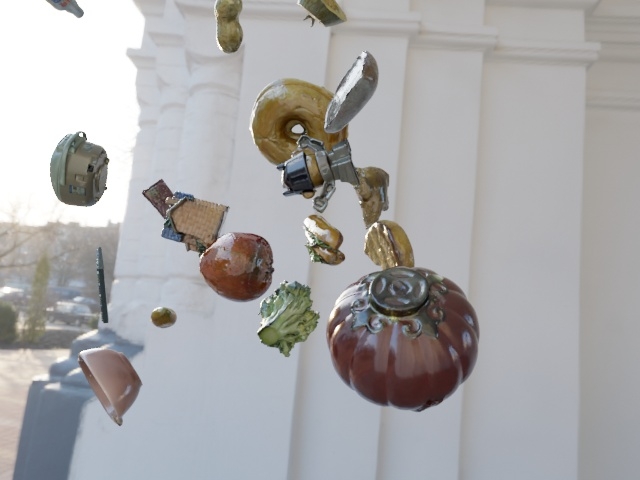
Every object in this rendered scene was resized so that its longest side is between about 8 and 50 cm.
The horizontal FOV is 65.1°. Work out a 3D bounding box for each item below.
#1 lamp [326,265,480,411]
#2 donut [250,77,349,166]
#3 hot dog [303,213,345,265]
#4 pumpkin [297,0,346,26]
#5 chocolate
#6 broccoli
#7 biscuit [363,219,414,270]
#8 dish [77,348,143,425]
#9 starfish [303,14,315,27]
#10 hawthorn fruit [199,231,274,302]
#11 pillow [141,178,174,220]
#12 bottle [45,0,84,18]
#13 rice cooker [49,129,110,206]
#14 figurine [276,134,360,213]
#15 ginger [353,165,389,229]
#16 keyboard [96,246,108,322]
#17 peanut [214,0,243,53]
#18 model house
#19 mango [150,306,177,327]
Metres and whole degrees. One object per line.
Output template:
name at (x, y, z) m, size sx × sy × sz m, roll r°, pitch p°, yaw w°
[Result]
lamp at (0.161, 0.186, 0.999) m, size 0.302 × 0.303 × 0.257 m, roll 2°, pitch -52°, yaw 18°
donut at (-0.095, -0.496, 2.212) m, size 0.448 × 0.450 × 0.198 m, roll 4°, pitch 30°, yaw 7°
hot dog at (0.000, 0.000, 1.649) m, size 0.100 × 0.135 × 0.337 m, roll -8°, pitch 17°, yaw -12°
pumpkin at (-0.007, -0.877, 1.882) m, size 0.110 × 0.218 × 0.217 m, roll -37°, pitch -28°, yaw 21°
chocolate at (0.110, -0.504, 1.750) m, size 0.100 × 0.185 × 0.303 m, roll 21°, pitch -40°, yaw -20°
broccoli at (-0.133, 0.308, 1.898) m, size 0.247 × 0.289 × 0.246 m, roll -4°, pitch 24°, yaw 19°
biscuit at (0.250, 0.039, 1.763) m, size 0.091 × 0.213 × 0.274 m, roll -6°, pitch 37°, yaw -19°
dish at (-0.501, 0.343, 1.226) m, size 0.090 × 0.214 × 0.213 m, roll -31°, pitch 14°, yaw -34°
starfish at (-0.027, -0.896, 1.995) m, size 0.085 × 0.092 × 0.016 m, roll -2°, pitch 32°, yaw -14°
hawthorn fruit at (-0.192, 0.062, 1.166) m, size 0.172 × 0.173 × 0.173 m, roll 5°, pitch -9°, yaw 1°
pillow at (-0.567, -0.130, 1.849) m, size 0.043 × 0.118 × 0.185 m, roll -20°, pitch -68°, yaw 43°
bottle at (-0.551, -0.514, 1.037) m, size 0.060 × 0.060 × 0.217 m, roll 6°, pitch 2°, yaw -3°
rice cooker at (-0.632, -0.181, 1.322) m, size 0.127 × 0.145 × 0.206 m, roll 17°, pitch -52°, yaw -10°
figurine at (-0.015, -0.250, 1.779) m, size 0.308 × 0.309 × 0.143 m, roll 3°, pitch -32°, yaw 18°
ginger at (0.215, -0.184, 2.097) m, size 0.123 × 0.270 × 0.218 m, roll -19°, pitch -31°, yaw 37°
keyboard at (-0.424, 0.091, 0.977) m, size 0.014 × 0.055 × 0.176 m, roll -4°, pitch -41°, yaw -23°
peanut at (-0.312, -0.747, 1.714) m, size 0.103 × 0.098 × 0.230 m, roll 19°, pitch -39°, yaw 10°
model house at (-0.354, -0.048, 1.368) m, size 0.172 × 0.167 × 0.183 m, roll 21°, pitch -4°, yaw -9°
mango at (-0.714, 0.347, 2.271) m, size 0.115 × 0.089 × 0.165 m, roll -9°, pitch -18°, yaw 2°
